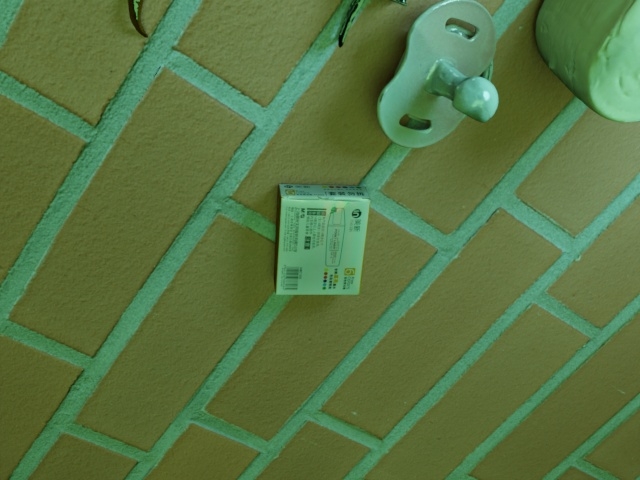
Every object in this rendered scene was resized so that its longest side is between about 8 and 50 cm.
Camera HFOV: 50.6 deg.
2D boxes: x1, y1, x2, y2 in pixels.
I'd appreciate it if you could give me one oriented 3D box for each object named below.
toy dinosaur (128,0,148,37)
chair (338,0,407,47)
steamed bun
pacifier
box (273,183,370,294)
[{"bbox_3d":[-0.360,-0.606,1.253,0.208,0.097,0.432,-17,117,18],"label":"toy dinosaur"},{"bbox_3d":[0.116,-0.483,1.385,0.101,0.084,0.212,15,116,-10],"label":"chair"},{"bbox_3d":[0.655,-0.465,1.296,0.290,0.371,0.456,18,118,-17],"label":"steamed bun"},{"bbox_3d":[0.256,-0.332,1.413,0.220,0.273,0.332,24,113,-1],"label":"pacifier"},{"bbox_3d":[0.000,0.000,1.630,0.220,0.091,0.274,2,118,-9],"label":"box"}]
